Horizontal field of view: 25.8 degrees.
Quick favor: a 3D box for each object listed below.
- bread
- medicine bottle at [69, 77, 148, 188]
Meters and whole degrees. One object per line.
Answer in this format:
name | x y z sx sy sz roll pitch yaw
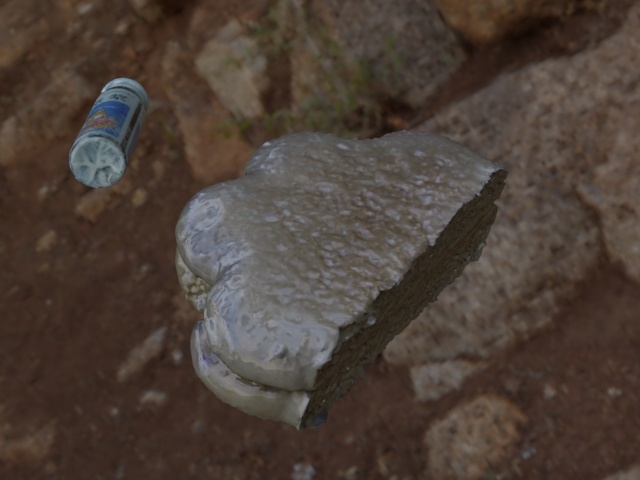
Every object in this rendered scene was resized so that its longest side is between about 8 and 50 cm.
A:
bread | 0.001 0.005 1.036 0.183 0.102 0.337 24 37 21
medicine bottle | -0.187 -0.100 1.255 0.051 0.051 0.191 -28 18 9
